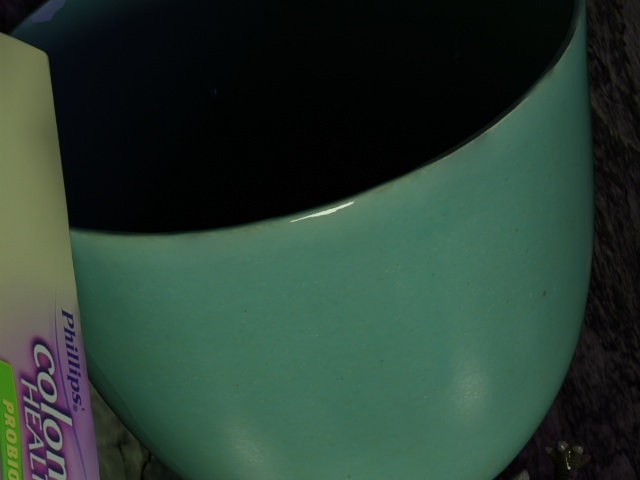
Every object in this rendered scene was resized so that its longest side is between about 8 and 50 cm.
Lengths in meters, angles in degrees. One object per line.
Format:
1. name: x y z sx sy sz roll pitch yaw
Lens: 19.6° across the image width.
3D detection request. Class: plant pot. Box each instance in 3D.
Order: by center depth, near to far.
1. plant pot: 0.000 0.000 0.908 0.293 0.293 0.235 -74 154 -50

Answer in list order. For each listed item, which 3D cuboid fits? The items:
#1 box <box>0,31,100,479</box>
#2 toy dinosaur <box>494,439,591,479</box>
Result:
1. box: -0.203 0.015 0.660 0.243 0.117 0.213 19 56 -58
2. toy dinosaur: 0.152 0.244 1.267 0.313 0.121 0.160 60 40 -34
